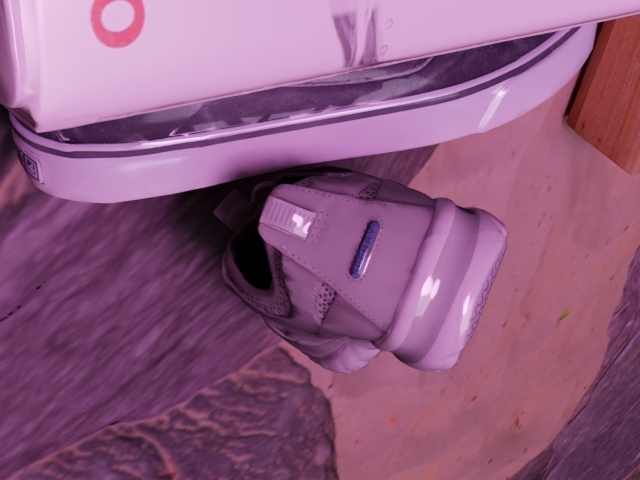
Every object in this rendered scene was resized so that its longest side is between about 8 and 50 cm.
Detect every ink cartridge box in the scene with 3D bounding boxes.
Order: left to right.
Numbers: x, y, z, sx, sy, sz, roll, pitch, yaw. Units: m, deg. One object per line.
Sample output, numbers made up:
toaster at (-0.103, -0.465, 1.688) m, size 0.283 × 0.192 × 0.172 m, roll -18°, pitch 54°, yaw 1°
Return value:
ink cartridge box at (0.004, -0.172, 0.427) m, size 0.283 × 0.117 × 0.207 m, roll -15°, pitch 118°, yaw -28°

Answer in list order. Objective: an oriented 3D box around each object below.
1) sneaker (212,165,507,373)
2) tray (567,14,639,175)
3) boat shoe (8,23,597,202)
sneaker at (0.000, 0.000, 0.648) m, size 0.105 × 0.115 × 0.281 m, roll -66°, pitch -171°, yaw -11°
tray at (0.304, -0.246, 0.795) m, size 0.203 × 0.076 × 0.411 m, roll -20°, pitch 139°, yaw -33°
boat shoe at (0.004, -0.106, 0.580) m, size 0.301 × 0.108 × 0.102 m, roll -14°, pitch 134°, yaw -19°
